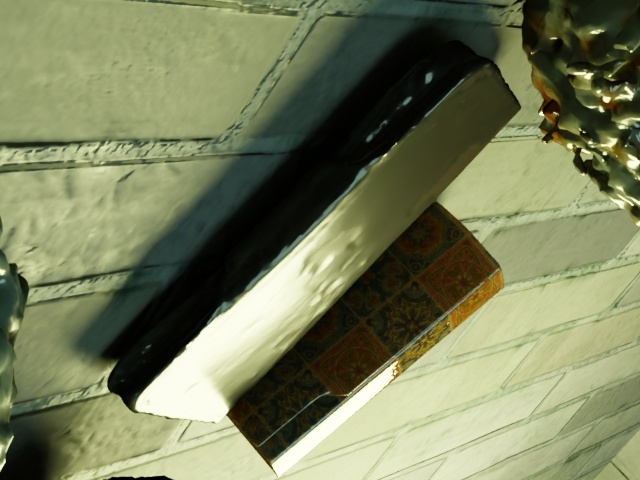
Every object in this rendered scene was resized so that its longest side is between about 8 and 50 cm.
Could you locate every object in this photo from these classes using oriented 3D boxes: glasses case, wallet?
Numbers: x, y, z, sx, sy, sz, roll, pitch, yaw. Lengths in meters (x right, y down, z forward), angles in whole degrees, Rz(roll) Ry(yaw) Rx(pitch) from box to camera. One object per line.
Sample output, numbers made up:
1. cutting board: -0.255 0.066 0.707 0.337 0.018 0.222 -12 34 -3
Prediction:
1. glasses case: 0.027 0.069 1.039 0.218 0.075 0.049 -39 155 -10
2. wallet: 0.000 0.000 0.914 0.309 0.042 0.165 -45 160 7

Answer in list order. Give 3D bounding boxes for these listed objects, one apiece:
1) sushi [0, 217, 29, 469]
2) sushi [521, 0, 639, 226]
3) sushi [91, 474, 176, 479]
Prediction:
1. sushi: -0.185 0.020 0.400 0.139 0.184 0.274 76 18 -69
2. sushi: 0.297 -0.192 0.907 0.417 0.176 0.417 -32 161 -12
3. sushi: -0.190 0.296 0.905 0.350 0.211 0.171 -41 -177 -9
